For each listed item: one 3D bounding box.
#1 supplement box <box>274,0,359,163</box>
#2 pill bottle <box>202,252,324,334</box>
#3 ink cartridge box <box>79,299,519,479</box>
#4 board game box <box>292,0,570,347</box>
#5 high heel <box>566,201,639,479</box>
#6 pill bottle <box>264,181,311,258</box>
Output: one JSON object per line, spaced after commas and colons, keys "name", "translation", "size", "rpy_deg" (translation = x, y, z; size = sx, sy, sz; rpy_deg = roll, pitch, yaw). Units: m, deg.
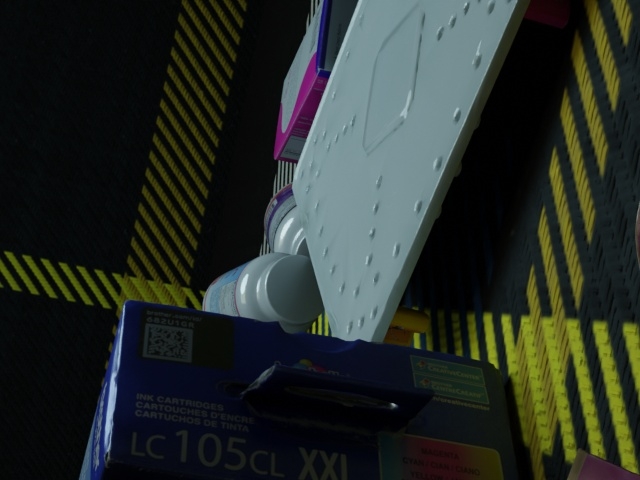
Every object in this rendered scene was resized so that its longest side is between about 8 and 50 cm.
{"name": "supplement box", "translation": [0.027, -0.171, 1.425], "size": [0.220, 0.114, 0.111], "rpy_deg": [127, 153, -64]}
{"name": "pill bottle", "translation": [-0.052, 0.060, 1.265], "size": [0.160, 0.087, 0.087], "rpy_deg": [-25, 53, 63]}
{"name": "ink cartridge box", "translation": [-0.035, 0.201, 0.883], "size": [0.151, 0.270, 0.395], "rpy_deg": [-94, 18, -51]}
{"name": "board game box", "translation": [0.083, -0.131, 1.105], "size": [0.390, 0.050, 0.390], "rpy_deg": [-106, 34, -62]}
{"name": "high heel", "translation": [0.180, 0.040, 0.524], "size": [0.117, 0.082, 0.244], "rpy_deg": [14, 76, 49]}
{"name": "pill bottle", "translation": [0.000, 0.000, 1.385], "size": [0.193, 0.108, 0.108], "rpy_deg": [-120, 43, -75]}
